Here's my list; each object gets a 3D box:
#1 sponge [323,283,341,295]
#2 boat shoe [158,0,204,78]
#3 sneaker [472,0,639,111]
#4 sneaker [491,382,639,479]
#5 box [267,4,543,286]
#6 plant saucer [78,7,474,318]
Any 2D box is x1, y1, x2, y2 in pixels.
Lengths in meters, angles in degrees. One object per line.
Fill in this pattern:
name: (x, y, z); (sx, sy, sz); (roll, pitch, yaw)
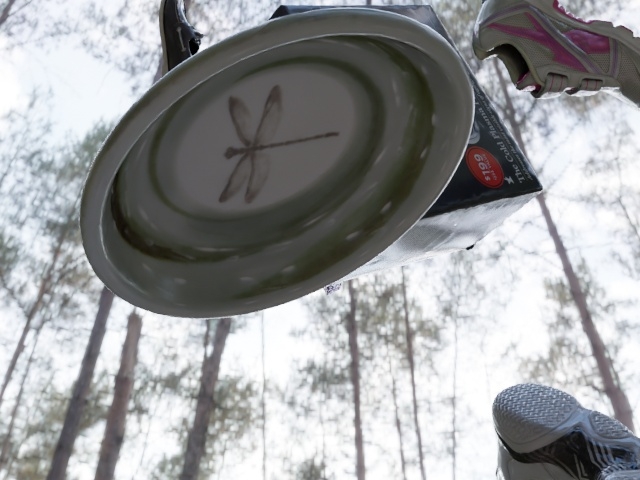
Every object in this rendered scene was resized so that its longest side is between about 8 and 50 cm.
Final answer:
sponge: (0.000, 0.000, 1.501); (0.031, 0.117, 0.210); (-26, -18, -14)
boat shoe: (-0.199, -0.283, 1.427); (0.064, 0.206, 0.075); (-9, -23, 8)
sneaker: (0.283, -0.208, 1.128); (0.252, 0.103, 0.111); (29, -97, 4)
sneaker: (0.356, 0.348, 1.221); (0.137, 0.365, 0.210); (-15, -60, -32)
box: (0.088, -0.146, 1.359); (0.312, 0.343, 0.179); (-14, -21, -42)
plant saucer: (-0.046, -0.082, 0.940); (0.400, 0.101, 0.400); (-19, -33, -13)
